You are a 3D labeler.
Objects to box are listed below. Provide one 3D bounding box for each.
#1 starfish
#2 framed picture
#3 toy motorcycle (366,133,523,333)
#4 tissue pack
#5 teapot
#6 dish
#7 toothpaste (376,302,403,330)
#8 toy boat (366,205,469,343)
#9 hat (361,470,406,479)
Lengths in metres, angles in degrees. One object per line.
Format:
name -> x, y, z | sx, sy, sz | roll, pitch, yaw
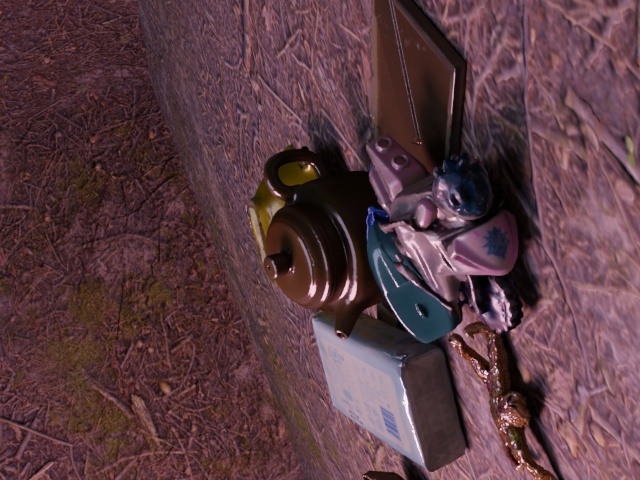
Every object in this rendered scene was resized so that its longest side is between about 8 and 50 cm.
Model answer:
starfish -> 0.213, 0.187, 1.039 | 0.209, 0.053, 0.150 | 62, 178, 19
framed picture -> 0.101, -0.143, 1.057 | 0.281, 0.019, 0.209 | 86, 161, -50
toy motorcycle -> 0.124, -0.038, 0.931 | 0.239, 0.108, 0.204 | 35, 156, 24
tissue pack -> 0.095, 0.204, 1.365 | 0.263, 0.089, 0.177 | 21, 129, 62
teapot -> 0.000, 0.000, 1.240 | 0.185, 0.175, 0.267 | -42, 70, 54
dish -> -0.047, -0.014, 1.490 | 0.221, 0.108, 0.262 | -152, 47, -73
toothpaste -> 0.112, 0.193, 1.466 | 0.060, 0.038, 0.233 | 42, 148, 44
toy boat -> 0.110, 0.029, 1.126 | 0.175, 0.091, 0.110 | 56, -151, -5
hat -> 0.168, 0.470, 1.615 | 0.173, 0.144, 0.166 | -7, 104, 33
